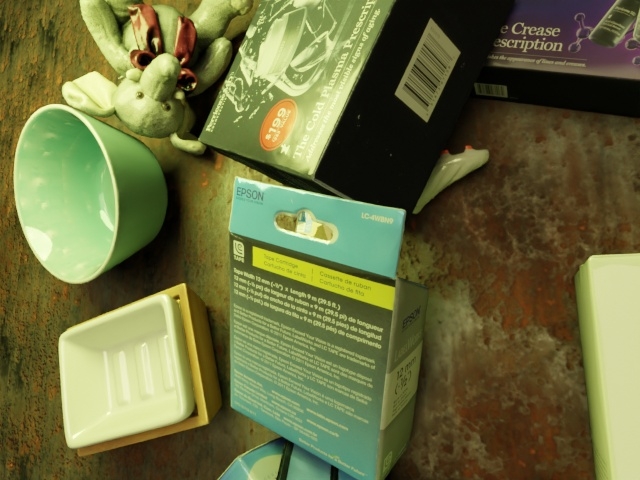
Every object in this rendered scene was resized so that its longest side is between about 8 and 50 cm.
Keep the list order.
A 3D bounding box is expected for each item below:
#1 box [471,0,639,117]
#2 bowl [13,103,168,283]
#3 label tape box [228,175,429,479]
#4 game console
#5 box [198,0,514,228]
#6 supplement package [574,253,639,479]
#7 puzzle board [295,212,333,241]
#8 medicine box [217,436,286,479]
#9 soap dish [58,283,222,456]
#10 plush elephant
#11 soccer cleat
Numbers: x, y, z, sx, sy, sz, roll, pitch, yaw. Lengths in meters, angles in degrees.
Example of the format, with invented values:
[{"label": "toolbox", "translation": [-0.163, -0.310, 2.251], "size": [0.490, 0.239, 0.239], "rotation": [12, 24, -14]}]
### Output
[{"label": "box", "translation": [0.349, -0.277, 0.589], "size": [0.262, 0.103, 0.184], "rotation": [17, 85, 27]}, {"label": "bowl", "translation": [-0.409, -0.085, 0.845], "size": [0.312, 0.163, 0.311], "rotation": [5, 100, 31]}, {"label": "label tape box", "translation": [0.003, 0.100, 0.591], "size": [0.249, 0.115, 0.347], "rotation": [14, 109, 33]}, {"label": "game console", "translation": [0.017, 0.295, 0.601], "size": [0.124, 0.144, 0.085], "rotation": [28, 111, -5]}, {"label": "box", "translation": [0.029, -0.233, 0.630], "size": [0.313, 0.179, 0.342], "rotation": [26, 92, 49]}, {"label": "supplement package", "translation": [0.371, 0.163, 0.449], "size": [0.176, 0.178, 0.292], "rotation": [-5, 79, 25]}, {"label": "puzzle board", "translation": [0.000, 0.000, 0.748], "size": [0.097, 0.011, 0.128], "rotation": [5, 82, 27]}, {"label": "medicine box", "translation": [-0.064, 0.478, 0.610], "size": [0.289, 0.149, 0.263], "rotation": [42, 99, 24]}, {"label": "soap dish", "translation": [-0.314, 0.228, 0.791], "size": [0.291, 0.118, 0.228], "rotation": [-21, 72, 20]}, {"label": "plush elephant", "translation": [-0.297, -0.304, 0.811], "size": [0.330, 0.272, 0.255], "rotation": [-44, 47, 43]}, {"label": "soccer cleat", "translation": [0.153, -0.082, 0.667], "size": [0.197, 0.068, 0.076], "rotation": [-17, 93, 20]}]
